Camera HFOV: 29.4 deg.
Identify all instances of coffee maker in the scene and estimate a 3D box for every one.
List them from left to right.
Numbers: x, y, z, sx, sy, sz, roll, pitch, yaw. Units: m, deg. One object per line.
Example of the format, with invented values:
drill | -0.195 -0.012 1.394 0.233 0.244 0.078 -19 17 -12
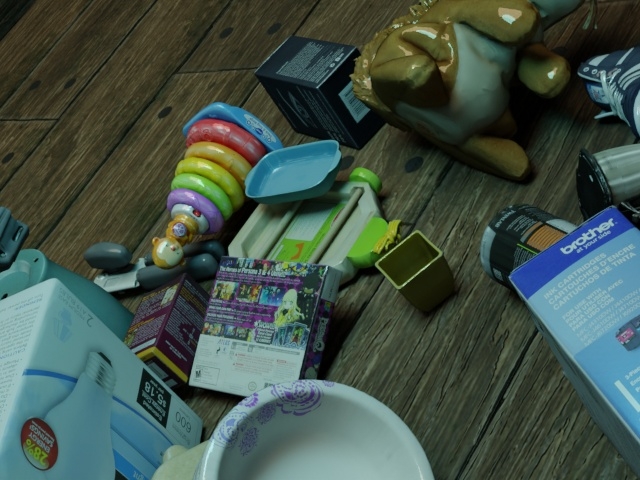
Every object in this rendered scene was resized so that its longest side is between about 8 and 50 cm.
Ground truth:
coffee maker | 0.431 -0.075 1.587 0.178 0.171 0.120 -17 75 -3

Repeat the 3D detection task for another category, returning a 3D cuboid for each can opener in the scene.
can opener | -0.298 0.043 2.136 0.280 0.093 0.074 -8 43 28

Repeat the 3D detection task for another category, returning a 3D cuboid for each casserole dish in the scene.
casserole dish | -0.039 -0.107 2.001 0.188 0.037 0.114 -9 44 35

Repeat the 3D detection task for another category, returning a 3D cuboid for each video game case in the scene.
video game case | -0.085 0.133 1.813 0.232 0.042 0.210 3 76 43

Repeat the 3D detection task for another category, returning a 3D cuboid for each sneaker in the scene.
sneaker | 0.435 -0.201 1.730 0.153 0.099 0.282 -10 24 31

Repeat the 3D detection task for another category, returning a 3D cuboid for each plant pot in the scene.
plant pot | -0.441 0.161 1.971 0.271 0.255 0.272 -23 38 19
plant pot | 0.143 0.052 1.736 0.081 0.083 0.081 -39 35 -2

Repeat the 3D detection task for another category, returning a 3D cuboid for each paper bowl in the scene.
paper bowl | -0.015 0.319 1.439 0.284 0.284 0.148 -64 1 -33

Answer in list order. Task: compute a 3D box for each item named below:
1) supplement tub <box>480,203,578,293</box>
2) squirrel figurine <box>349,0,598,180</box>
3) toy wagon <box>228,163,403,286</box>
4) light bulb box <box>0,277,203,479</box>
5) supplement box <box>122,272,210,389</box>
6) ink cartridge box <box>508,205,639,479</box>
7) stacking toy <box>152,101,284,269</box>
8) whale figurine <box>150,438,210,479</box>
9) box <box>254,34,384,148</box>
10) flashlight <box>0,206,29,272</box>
supplement tub | 0.306 0.032 1.589 0.117 0.117 0.190 -44 36 -9
squirrel figurine | 0.240 -0.333 1.899 0.370 0.281 0.397 -57 26 -5
toy wagon | 0.000 0.000 1.938 0.344 0.068 0.267 8 54 45
light bulb box | -0.366 0.316 1.635 0.225 0.358 0.361 -23 37 23
supplement box | -0.247 0.154 1.934 0.104 0.081 0.188 -28 28 31
ink cartridge box | 0.355 0.150 1.275 0.151 0.270 0.395 -34 35 1
stacking toy | -0.201 -0.073 2.073 0.166 0.175 0.302 -26 29 55
whale figurine | -0.113 0.334 1.615 0.216 0.141 0.272 15 33 21
box | 0.006 -0.265 2.162 0.108 0.153 0.207 -48 37 -15
flashlight | -0.507 0.076 1.645 0.103 0.103 0.304 -19 37 32
